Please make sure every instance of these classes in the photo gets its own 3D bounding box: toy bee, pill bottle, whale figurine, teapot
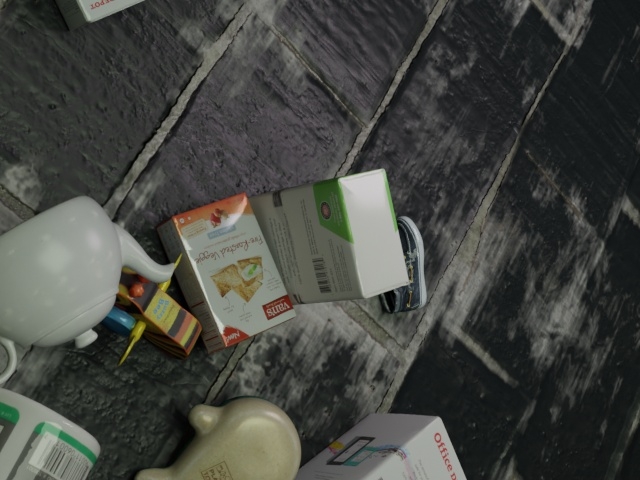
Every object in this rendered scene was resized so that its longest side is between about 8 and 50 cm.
[{"bbox_3d":[-0.288,0.099,1.746,0.298,0.162,0.195,17,77,-36],"label":"toy bee"},{"bbox_3d":[-0.470,0.398,1.542,0.204,0.204,0.361,40,63,-28],"label":"pill bottle"},{"bbox_3d":[-0.169,0.362,1.850,0.272,0.141,0.216,-26,102,-12],"label":"whale figurine"},{"bbox_3d":[-0.379,0.069,1.578,0.187,0.256,0.252,61,24,-3],"label":"teapot"}]

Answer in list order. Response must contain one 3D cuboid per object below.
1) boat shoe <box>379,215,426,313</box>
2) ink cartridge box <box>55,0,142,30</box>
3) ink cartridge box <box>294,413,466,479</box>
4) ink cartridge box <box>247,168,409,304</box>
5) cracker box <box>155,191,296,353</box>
[{"bbox_3d":[0.151,0.048,2.153,0.083,0.065,0.183,-11,93,-40],"label":"boat shoe"},{"bbox_3d":[-0.372,-0.438,1.792,0.127,0.072,0.175,-33,105,-36],"label":"ink cartridge box"},{"bbox_3d":[0.098,0.456,1.984,0.270,0.197,0.198,-31,104,-36],"label":"ink cartridge box"},{"bbox_3d":[0.000,0.000,1.910,0.114,0.272,0.198,-16,95,-40],"label":"ink cartridge box"},{"bbox_3d":[-0.156,0.053,1.888,0.155,0.067,0.232,-22,89,-38],"label":"cracker box"}]
